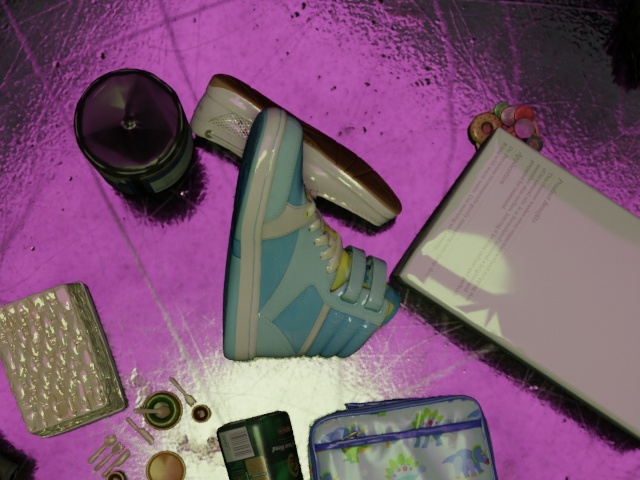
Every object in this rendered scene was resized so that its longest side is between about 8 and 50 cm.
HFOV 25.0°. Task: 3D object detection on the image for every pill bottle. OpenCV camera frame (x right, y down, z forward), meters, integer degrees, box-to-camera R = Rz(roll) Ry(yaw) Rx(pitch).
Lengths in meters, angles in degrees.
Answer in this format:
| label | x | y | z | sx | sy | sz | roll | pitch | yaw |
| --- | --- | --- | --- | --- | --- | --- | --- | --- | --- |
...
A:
| label | x | y | z | sx | sy | sz | roll | pitch | yaw |
| --- | --- | --- | --- | --- | --- | --- | --- | --- | --- |
| pill bottle | -0.209 | -0.116 | 1.661 | 0.123 | 0.219 | 0.123 | 0 | 84 | -1 |

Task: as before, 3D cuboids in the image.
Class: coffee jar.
| label | x | y | z | sx | sy | sz | roll | pitch | yaw |
| --- | --- | --- | --- | --- | --- | --- | --- | --- | --- |
| coffee jar | -0.058 | 0.295 | 1.677 | 0.079 | 0.096 | 0.184 | -16 | 85 | 19 |

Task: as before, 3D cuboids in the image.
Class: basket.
| label | x | y | z | sx | sy | sz | roll | pitch | yaw |
| --- | --- | --- | --- | --- | --- | --- | --- | --- | --- |
| basket | -0.309 | 0.139 | 1.688 | 0.113 | 0.103 | 0.167 | -20 | 85 | -2 |

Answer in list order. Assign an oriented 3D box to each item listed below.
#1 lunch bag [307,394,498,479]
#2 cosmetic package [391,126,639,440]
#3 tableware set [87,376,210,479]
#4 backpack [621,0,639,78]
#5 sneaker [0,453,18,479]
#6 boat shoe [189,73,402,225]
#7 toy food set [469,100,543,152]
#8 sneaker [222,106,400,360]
| label | x | y | z | sx | sy | sz | roll | pitch | yaw |
| --- | --- | --- | --- | --- | --- | --- | --- | --- | --- |
| lunch bag | 0.095 | 0.271 | 1.690 | 0.219 | 0.090 | 0.176 | -7 | 81 | -3 |
| cosmetic package | 0.301 | 0.062 | 1.675 | 0.385 | 0.156 | 0.217 | 35 | 89 | 0 |
| tableware set | -0.196 | 0.247 | 1.718 | 0.154 | 0.024 | 0.104 | -44 | 86 | -6 |
| backpack | 0.423 | -0.264 | 1.738 | 0.101 | 0.120 | 0.098 | -16 | 83 | -3 |
| sneaker | -0.472 | 0.187 | 1.673 | 0.257 | 0.169 | 0.447 | 7 | 91 | -9 |
| boat shoe | -0.033 | -0.089 | 1.731 | 0.277 | 0.098 | 0.096 | 35 | 105 | 4 |
| toy food set | 0.231 | -0.129 | 1.769 | 0.082 | 0.020 | 0.083 | -28 | 84 | -4 |
| sneaker | 0.000 | 0.000 | 1.663 | 0.208 | 0.127 | 0.319 | 6 | 120 | -6 |
